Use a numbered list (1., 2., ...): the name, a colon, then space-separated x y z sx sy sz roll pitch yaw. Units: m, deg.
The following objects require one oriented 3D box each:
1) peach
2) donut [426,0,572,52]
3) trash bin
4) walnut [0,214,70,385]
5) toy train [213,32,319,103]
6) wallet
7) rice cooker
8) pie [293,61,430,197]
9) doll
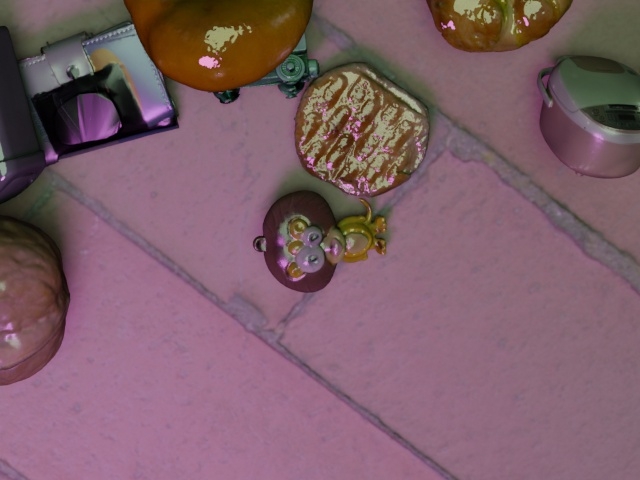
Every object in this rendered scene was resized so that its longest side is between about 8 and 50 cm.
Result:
1. peach: -0.130 -0.316 1.603 0.251 0.153 0.251 -1 76 3
2. donut: 0.232 -0.382 1.643 0.209 0.128 0.261 -5 103 -2
3. trash bin: -0.474 -0.158 1.658 0.177 0.101 0.236 -6 102 27
4. walnut: -0.453 0.082 1.672 0.248 0.248 0.248 -1 103 -2
5. toy train: -0.089 -0.245 1.688 0.172 0.070 0.099 -6 77 -2
6. wallet: -0.323 -0.198 1.695 0.231 0.069 0.170 -16 108 3
7. rice cooker: 0.371 -0.168 1.667 0.145 0.206 0.127 2 121 -14
8. pie: 0.054 -0.150 1.732 0.195 0.046 0.195 -1 102 -3
9. doll: 0.000 -0.009 1.742 0.188 0.096 0.145 -26 111 -6
